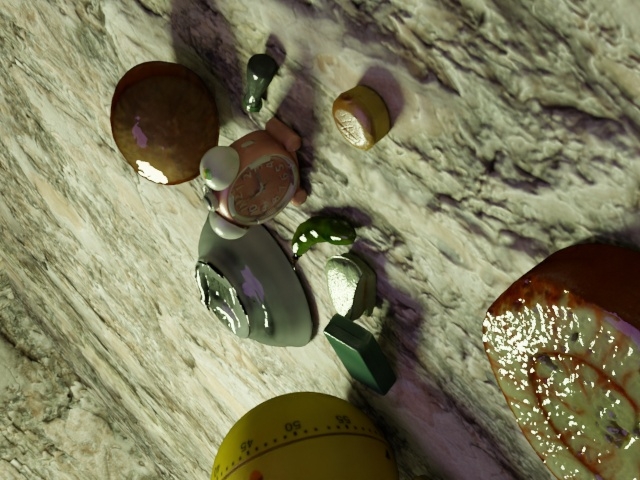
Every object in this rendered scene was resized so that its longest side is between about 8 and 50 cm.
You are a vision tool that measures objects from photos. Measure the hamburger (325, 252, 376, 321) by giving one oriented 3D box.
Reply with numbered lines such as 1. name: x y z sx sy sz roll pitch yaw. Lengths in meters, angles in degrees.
1. hamburger: 0.044 0.065 1.599 0.084 0.054 0.121 44 149 33

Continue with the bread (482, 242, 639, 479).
1. bread: 0.325 0.151 1.140 0.295 0.114 0.328 57 155 3

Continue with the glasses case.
1. glasses case: 0.065 0.186 1.636 0.078 0.039 0.184 28 161 31

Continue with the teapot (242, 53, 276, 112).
1. teapot: -0.095 -0.231 1.514 0.043 0.043 0.110 51 156 12

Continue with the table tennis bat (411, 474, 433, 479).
1. table tennis bat: 0.273 0.495 1.688 0.321 0.050 0.198 33 146 34

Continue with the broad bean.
1. broad bean: -0.002 -0.005 1.609 0.227 0.039 0.069 -30 81 65

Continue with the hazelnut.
1. hazelnut: -0.257 -0.198 1.684 0.214 0.176 0.214 167 90 -88

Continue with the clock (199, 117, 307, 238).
1. clock: -0.112 -0.095 1.560 0.093 0.162 0.166 40 149 36

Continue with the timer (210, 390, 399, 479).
1. timer: -0.016 0.472 1.784 0.376 0.376 0.386 94 160 -51

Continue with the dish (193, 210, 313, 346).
1. dish: -0.148 0.089 1.888 0.316 0.106 0.316 41 150 30

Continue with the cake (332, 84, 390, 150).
1. cake: 0.052 -0.162 1.336 0.084 0.044 0.084 41 152 28
